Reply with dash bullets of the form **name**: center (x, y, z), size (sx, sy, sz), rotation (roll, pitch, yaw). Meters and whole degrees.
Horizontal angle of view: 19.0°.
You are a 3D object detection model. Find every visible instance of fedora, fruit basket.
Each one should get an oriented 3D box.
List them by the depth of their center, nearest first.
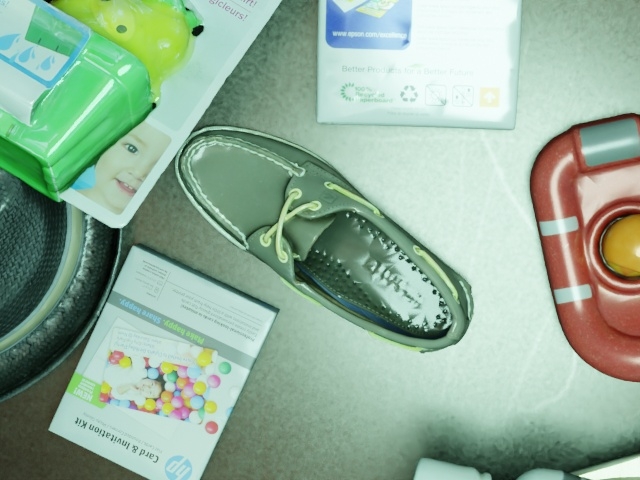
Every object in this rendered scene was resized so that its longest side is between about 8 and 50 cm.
- **fruit basket**: center (-0.203, -0.231, 1.576), size (0.327, 0.165, 0.353), rotation (32, 80, 7)
- **fedora**: center (-0.344, 0.003, 1.662), size (0.334, 0.152, 0.334), rotation (0, 91, 7)

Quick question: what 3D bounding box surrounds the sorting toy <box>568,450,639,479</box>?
- **sorting toy**: center (0.293, 0.310, 1.675), size (0.255, 0.089, 0.257), rotation (-18, 91, 5)

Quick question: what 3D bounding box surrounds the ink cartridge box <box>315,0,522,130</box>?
- **ink cartridge box**: center (0.089, -0.282, 1.643), size (0.176, 0.069, 0.371), rotation (2, 105, 4)

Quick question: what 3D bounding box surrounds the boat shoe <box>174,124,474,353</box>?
- **boat shoe**: center (0.003, -0.004, 1.676), size (0.305, 0.091, 0.109), rotation (34, 95, 1)

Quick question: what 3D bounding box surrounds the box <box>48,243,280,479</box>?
- **box**: center (-0.141, 0.116, 1.720), size (0.145, 0.038, 0.186), rotation (26, 95, 3)

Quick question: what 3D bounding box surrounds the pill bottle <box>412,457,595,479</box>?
- **pill bottle**: center (0.233, 0.300, 1.530), size (0.361, 0.204, 0.204), rotation (13, 94, 4)

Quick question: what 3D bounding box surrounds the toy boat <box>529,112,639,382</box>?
- **toy boat**: center (0.267, 0.008, 1.629), size (0.151, 0.151, 0.231), rotation (-13, 92, 5)
